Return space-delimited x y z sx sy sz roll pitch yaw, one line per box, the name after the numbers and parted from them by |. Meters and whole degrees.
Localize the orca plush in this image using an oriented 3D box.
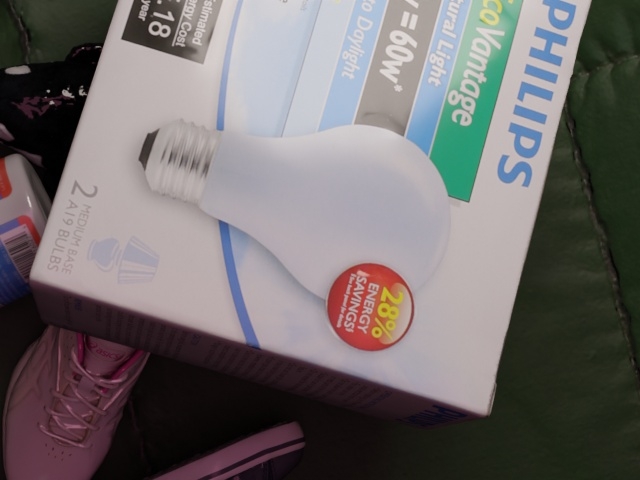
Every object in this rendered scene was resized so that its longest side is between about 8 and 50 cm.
-0.186 -0.093 1.345 0.287 0.102 0.151 30 88 -11 | orca plush

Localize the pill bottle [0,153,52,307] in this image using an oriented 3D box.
-0.346 0.019 1.309 0.221 0.124 0.124 -24 97 -3 | pill bottle

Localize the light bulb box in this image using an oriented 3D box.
-0.011 -0.062 1.190 0.361 0.225 0.358 16 79 -5 | light bulb box

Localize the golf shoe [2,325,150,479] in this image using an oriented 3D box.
-0.219 0.117 1.334 0.115 0.140 0.306 19 93 -11 | golf shoe

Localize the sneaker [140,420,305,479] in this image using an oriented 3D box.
-0.145 0.279 1.347 0.321 0.126 0.128 -23 85 -17 | sneaker
